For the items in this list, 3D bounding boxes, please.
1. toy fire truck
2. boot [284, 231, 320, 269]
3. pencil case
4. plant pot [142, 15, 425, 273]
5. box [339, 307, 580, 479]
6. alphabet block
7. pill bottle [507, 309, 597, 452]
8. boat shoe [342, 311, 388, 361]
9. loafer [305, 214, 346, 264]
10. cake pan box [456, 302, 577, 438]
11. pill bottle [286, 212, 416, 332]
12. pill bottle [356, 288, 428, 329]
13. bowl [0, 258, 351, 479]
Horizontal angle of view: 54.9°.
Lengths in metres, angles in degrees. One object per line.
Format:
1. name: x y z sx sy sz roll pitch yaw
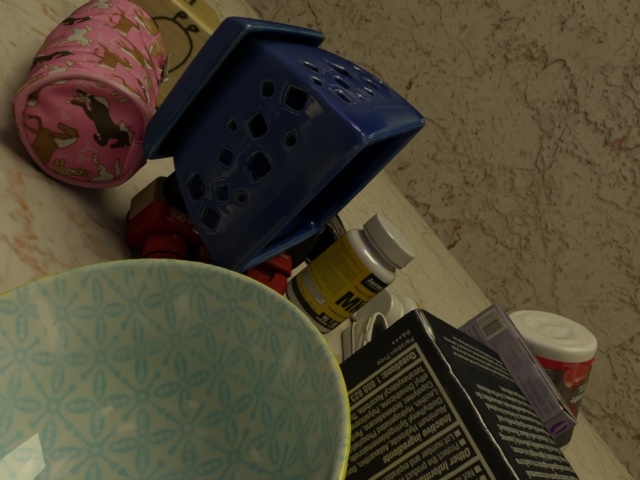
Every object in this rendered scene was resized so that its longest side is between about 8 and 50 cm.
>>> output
1. toy fire truck: -0.129 0.049 0.775 0.217 0.159 0.246 29 45 -38
2. boot: -0.071 -0.163 1.018 0.138 0.377 0.284 -6 45 -34
3. pencil case: -0.303 -0.220 0.863 0.386 0.167 0.160 -105 -178 -56
4. plant pot: -0.050 -0.127 0.738 0.212 0.236 0.236 48 27 6
5. box: 0.066 0.269 0.472 0.183 0.296 0.294 31 25 -48
6. alphabet block: -0.312 -0.393 1.162 0.197 0.192 0.193 32 22 -43
7. pill bottle: 0.420 0.314 1.224 0.177 0.318 0.176 7 18 -2
8. boat shoe: 0.093 0.208 1.041 0.095 0.084 0.258 41 18 -26
9. loafer: 0.000 0.000 1.243 0.302 0.109 0.095 50 20 -8
10. cake pan box: 0.274 0.270 1.090 0.070 0.246 0.266 42 16 -36
11. pill bottle: 0.053 0.054 1.064 0.119 0.208 0.119 43 18 -17
12. pill bottle: 0.171 0.181 1.244 0.208 0.118 0.117 38 20 -35
13. bowl: -0.127 0.160 0.406 0.289 0.290 0.156 -111 -164 -49
